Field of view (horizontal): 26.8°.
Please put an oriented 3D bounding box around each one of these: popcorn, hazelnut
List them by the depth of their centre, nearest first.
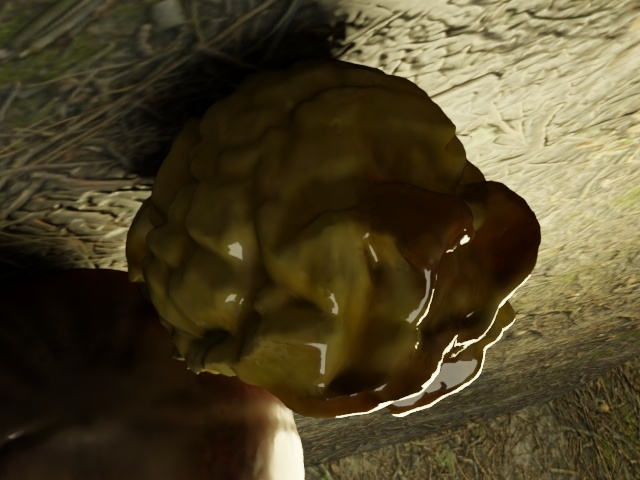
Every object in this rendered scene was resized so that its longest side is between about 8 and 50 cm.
[{"bbox_3d":[0.000,0.000,0.902,0.265,0.225,0.332,7,176,-33],"label":"popcorn"},{"bbox_3d":[-0.191,0.172,1.065,0.372,0.315,0.372,-9,164,-3],"label":"hazelnut"}]
